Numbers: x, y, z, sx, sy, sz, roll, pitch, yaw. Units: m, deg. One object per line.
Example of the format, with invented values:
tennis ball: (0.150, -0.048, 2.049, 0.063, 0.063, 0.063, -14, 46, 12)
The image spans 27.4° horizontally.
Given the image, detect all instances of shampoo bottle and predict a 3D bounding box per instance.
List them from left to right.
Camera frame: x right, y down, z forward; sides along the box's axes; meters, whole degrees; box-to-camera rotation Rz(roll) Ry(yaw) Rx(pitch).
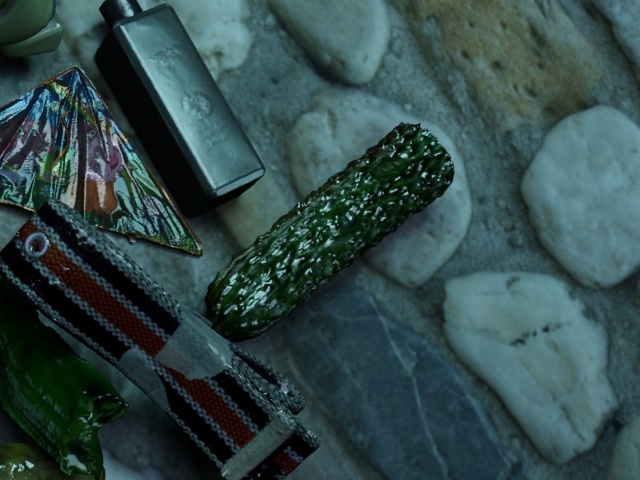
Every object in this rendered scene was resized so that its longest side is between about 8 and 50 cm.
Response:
shampoo bottle: (-0.157, -0.151, 1.386, 0.080, 0.079, 0.246, -28, 85, -32)

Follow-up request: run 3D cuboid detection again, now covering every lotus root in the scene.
lotus root: (-0.279, 0.227, 1.183, 0.179, 0.080, 0.089, 1, 77, -38)

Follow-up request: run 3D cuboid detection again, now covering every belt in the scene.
belt: (-0.147, 0.101, 1.228, 0.094, 0.126, 0.359, -42, 113, 7)

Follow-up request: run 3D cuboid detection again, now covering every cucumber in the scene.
cucumber: (0.000, 0.000, 1.404, 0.359, 0.096, 0.096, -39, 91, -29)

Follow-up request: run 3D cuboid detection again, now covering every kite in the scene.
kite: (-0.262, -0.079, 1.347, 0.321, 0.016, 0.234, 15, 64, -22)

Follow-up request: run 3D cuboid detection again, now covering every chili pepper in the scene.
chili pepper: (-0.253, 0.126, 1.198, 0.224, 0.098, 0.061, 43, 12, 26)

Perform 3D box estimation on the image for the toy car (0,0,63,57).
toy car: (-0.433, -0.236, 1.225, 0.336, 0.226, 0.242, -27, 71, -14)
